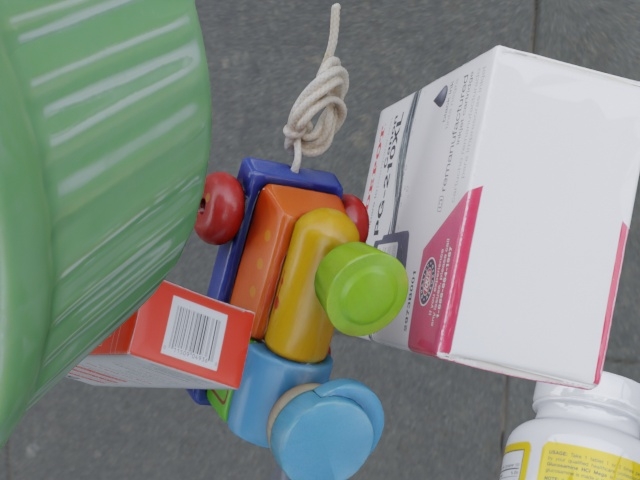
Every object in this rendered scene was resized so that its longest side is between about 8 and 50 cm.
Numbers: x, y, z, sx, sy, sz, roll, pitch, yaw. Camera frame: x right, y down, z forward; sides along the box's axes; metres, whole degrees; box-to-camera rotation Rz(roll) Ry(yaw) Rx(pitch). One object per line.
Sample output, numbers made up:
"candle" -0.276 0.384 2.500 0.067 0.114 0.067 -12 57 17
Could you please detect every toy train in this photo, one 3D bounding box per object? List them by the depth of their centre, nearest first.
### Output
"toy train" 0.000 0.000 0.595 0.105 0.143 0.248 8 105 -29

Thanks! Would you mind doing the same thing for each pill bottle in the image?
"pill bottle" 0.301 0.331 1.290 0.187 0.188 0.334 12 69 9

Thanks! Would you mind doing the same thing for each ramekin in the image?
"ramekin" -0.190 -0.054 0.416 0.303 0.148 0.304 13 119 24

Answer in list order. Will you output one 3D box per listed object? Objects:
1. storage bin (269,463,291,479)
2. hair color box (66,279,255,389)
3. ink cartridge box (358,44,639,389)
"storage bin" -0.014 0.259 0.957 0.098 0.135 0.091 15 122 -9
"hair color box" -0.108 0.051 0.578 0.141 0.072 0.043 -8 65 47
"ink cartridge box" 0.097 -0.008 0.686 0.100 0.237 0.172 13 86 -11
